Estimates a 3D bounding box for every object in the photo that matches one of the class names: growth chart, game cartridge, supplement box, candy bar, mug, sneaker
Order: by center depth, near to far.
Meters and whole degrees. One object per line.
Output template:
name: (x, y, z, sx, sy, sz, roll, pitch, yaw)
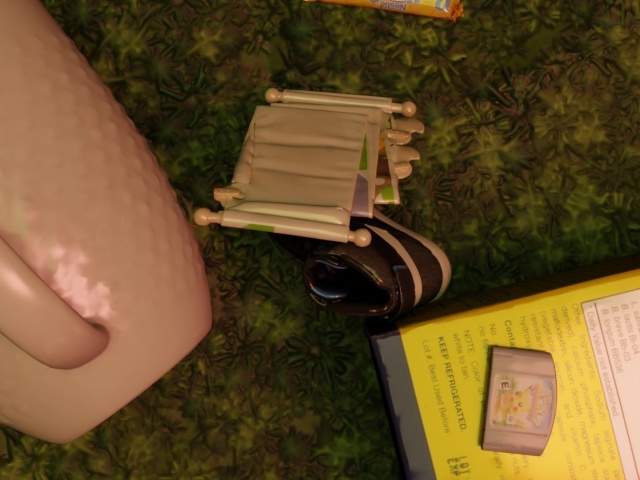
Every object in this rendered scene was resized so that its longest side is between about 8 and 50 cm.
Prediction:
game cartridge: (0.159, 0.128, 0.812, 0.056, 0.017, 0.083, 6, 90, -3)
mug: (-0.251, -0.003, 0.832, 0.276, 0.374, 0.328, -38, 96, -5)
sneaker: (0.000, 0.000, 0.916, 0.217, 0.121, 0.079, 26, 114, 29)
supplement box: (0.234, 0.127, 0.917, 0.356, 0.195, 0.194, -13, 90, 1)
growth chart: (0.002, -0.075, 0.928, 0.172, 0.237, 0.021, 11, 130, 7)
candy bar: (0.062, -0.244, 1.007, 0.161, 0.018, 0.040, 9, 90, 1)
